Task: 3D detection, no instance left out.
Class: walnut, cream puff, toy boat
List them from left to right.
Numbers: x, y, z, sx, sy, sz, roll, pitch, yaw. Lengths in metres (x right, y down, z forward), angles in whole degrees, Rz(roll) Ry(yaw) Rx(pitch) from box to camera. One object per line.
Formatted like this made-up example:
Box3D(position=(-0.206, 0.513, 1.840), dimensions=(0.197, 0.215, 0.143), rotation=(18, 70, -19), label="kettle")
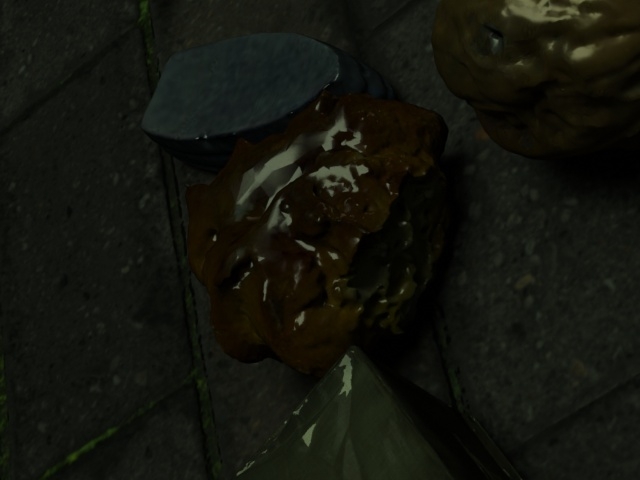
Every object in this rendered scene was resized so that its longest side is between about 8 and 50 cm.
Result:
Box3D(position=(-0.050, -0.130, 1.692), dimensions=(0.283, 0.078, 0.127), rotation=(-1, 60, 45), label="toy boat")
Box3D(position=(0.000, 0.000, 1.503), dimensions=(0.241, 0.155, 0.269), rotation=(-24, 42, 25), label="cream puff")
Box3D(position=(0.196, -0.157, 1.381), dimensions=(0.245, 0.198, 0.198), rotation=(5, 67, 54), label="walnut")

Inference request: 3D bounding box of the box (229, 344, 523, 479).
Box3D(position=(0.071, 0.213, 1.278), dimensions=(0.155, 0.149, 0.231), rotation=(-48, 41, 10), label="box")
